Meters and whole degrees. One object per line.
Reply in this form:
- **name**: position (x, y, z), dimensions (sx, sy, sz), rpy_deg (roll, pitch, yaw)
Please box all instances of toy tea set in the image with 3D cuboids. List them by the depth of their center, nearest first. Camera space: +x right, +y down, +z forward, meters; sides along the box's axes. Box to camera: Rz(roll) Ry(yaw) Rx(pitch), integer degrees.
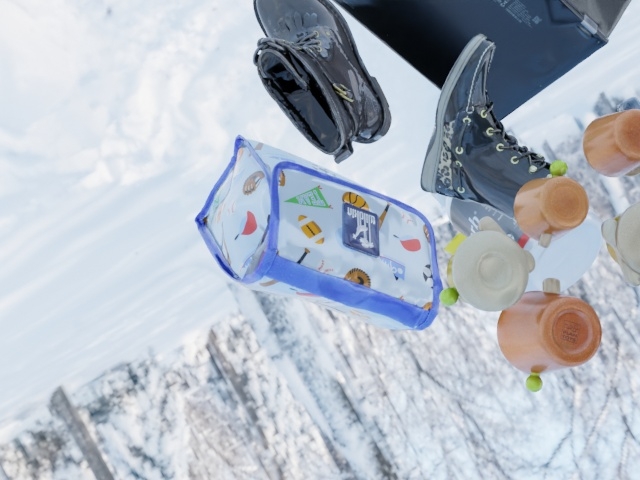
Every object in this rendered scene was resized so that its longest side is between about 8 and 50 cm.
- **toy tea set**: position (0.282, 0.003, 0.942), dimensions (0.336, 0.200, 0.124), rpy_deg (-42, -177, -14)

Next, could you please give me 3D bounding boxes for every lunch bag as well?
- **lunch bag**: position (0.000, 0.000, 1.394), dimensions (0.238, 0.328, 0.385), rpy_deg (-64, -156, 14)

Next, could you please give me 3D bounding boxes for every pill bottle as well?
- **pill bottle**: position (0.395, -0.063, 1.736), dimensions (0.210, 0.363, 0.210), rpy_deg (-18, 131, -21)

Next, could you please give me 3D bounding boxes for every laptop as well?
- **laptop**: position (0.293, -0.464, 1.328), dimensions (0.408, 0.382, 0.236), rpy_deg (-37, -156, 43)

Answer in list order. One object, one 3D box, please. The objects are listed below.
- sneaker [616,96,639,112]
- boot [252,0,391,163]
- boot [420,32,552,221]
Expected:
- **sneaker**: position (0.605, -0.191, 1.353), dimensions (0.283, 0.110, 0.122), rpy_deg (17, 130, -30)
- **boot**: position (-0.017, -0.202, 0.914), dimensions (0.091, 0.263, 0.229), rpy_deg (-39, 174, 19)
- **boot**: position (0.236, -0.132, 1.063), dimensions (0.085, 0.179, 0.236), rpy_deg (-43, 152, -45)
